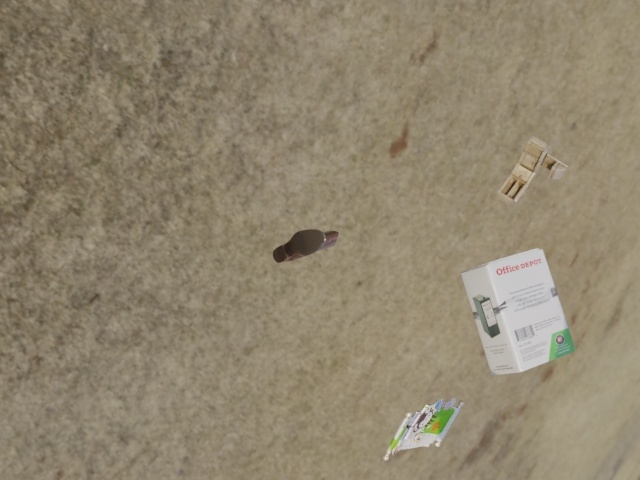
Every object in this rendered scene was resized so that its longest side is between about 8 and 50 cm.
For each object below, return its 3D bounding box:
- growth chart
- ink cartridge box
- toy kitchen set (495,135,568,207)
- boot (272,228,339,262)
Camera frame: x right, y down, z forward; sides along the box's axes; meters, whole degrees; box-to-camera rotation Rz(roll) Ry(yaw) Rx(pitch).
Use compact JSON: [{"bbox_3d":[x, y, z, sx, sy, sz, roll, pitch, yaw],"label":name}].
[{"bbox_3d":[0.273,0.487,1.971,0.237,0.021,0.172,3,116,-42],"label":"growth chart"},{"bbox_3d":[0.522,0.186,1.995,0.211,0.289,0.121,-12,173,-29],"label":"ink cartridge box"},{"bbox_3d":[0.320,-0.095,1.135,0.075,0.068,0.083,-50,163,-23],"label":"toy kitchen set"},{"bbox_3d":[0.000,0.000,1.113,0.114,0.106,0.037,-13,86,-49],"label":"boot"}]
